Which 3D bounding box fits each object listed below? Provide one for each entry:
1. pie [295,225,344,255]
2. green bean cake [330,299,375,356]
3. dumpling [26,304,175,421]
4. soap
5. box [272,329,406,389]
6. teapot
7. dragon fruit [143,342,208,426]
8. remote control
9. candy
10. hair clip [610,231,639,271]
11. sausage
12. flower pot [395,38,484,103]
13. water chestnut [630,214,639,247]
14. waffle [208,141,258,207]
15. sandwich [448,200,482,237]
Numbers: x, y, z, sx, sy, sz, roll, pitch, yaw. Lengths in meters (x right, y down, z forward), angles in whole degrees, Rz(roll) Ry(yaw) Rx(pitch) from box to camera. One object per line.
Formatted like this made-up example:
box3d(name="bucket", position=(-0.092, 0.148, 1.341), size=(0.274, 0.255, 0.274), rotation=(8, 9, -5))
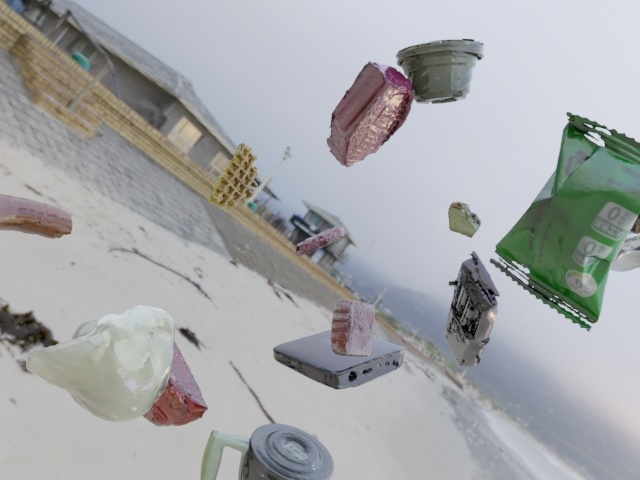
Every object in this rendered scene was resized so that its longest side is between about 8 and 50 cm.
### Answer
box3d(name="pie", position=(0.000, 0.000, 1.437), size=(0.036, 0.155, 0.154), rotation=(65, -5, -4))
box3d(name="green bean cake", position=(0.079, 0.217, 1.306), size=(0.057, 0.135, 0.135), rotation=(-2, -13, 33))
box3d(name="dumpling", position=(-0.410, 0.243, 0.982), size=(0.243, 0.318, 0.187), rotation=(11, 46, -47))
box3d(name="soap", position=(0.121, -0.325, 1.419), size=(0.182, 0.289, 0.112), rotation=(-2, 53, -47))
box3d(name="box", position=(0.052, 0.324, 1.501), size=(0.290, 0.073, 0.289), rotation=(-7, 11, -42))
box3d(name="teapot", position=(-0.144, 0.647, 1.411), size=(0.322, 0.239, 0.239), rotation=(15, 12, -35))
box3d(name="dragon fruit", position=(-0.496, 0.420, 1.540), size=(0.317, 0.205, 0.152), rotation=(49, 7, 31))
box3d(name="remote control", position=(0.326, 0.175, 1.176), size=(0.398, 0.062, 0.144), rotation=(76, -6, -58))
box3d(name="candy", position=(0.270, -0.020, 0.569), size=(0.078, 0.203, 0.141), rotation=(3, 32, -25))
box3d(name="hair clip", position=(0.652, 0.030, 1.086), size=(0.172, 0.116, 0.049), rotation=(7, 45, -16))
box3d(name="sausage", position=(-0.647, -0.050, 1.098), size=(0.103, 0.076, 0.302), rotation=(37, 8, 14))
box3d(name="flower pot", position=(0.317, -0.439, 1.410), size=(0.236, 0.140, 0.235), rotation=(-5, 8, 1))
box3d(name="water chestnut", position=(0.782, -0.064, 1.419), size=(0.335, 0.335, 0.346), rotation=(40, 37, -31))
box3d(name="waffle", position=(-0.247, -0.188, 1.527), size=(0.046, 0.191, 0.161), rotation=(12, 10, 44))
box3d(name="sandwich", position=(0.397, -0.060, 1.470), size=(0.093, 0.036, 0.104), rotation=(19, -37, 40))
